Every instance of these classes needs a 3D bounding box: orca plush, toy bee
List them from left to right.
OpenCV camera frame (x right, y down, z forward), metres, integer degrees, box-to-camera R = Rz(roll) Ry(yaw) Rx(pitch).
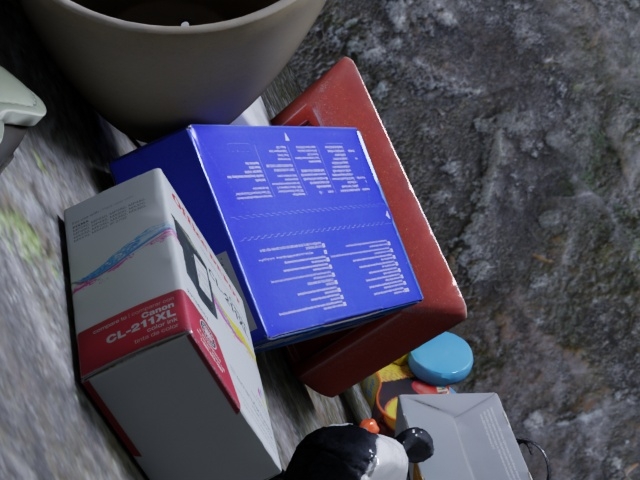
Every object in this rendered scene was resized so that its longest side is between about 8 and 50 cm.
[{"bbox_3d":[0.008,0.183,1.407,0.102,0.151,0.287,34,-1,18],"label":"orca plush"},{"bbox_3d":[0.092,0.159,2.018,0.298,0.162,0.195,29,-53,55],"label":"toy bee"}]

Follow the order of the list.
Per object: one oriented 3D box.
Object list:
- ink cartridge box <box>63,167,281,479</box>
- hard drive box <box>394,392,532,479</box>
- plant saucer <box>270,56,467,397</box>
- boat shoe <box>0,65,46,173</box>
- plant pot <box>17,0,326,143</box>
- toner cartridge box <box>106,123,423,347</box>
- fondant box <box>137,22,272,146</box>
[{"bbox_3d":[-0.092,0.058,1.148,0.127,0.072,0.175,60,8,-35],"label":"ink cartridge box"},{"bbox_3d":[0.111,0.268,1.542,0.181,0.089,0.232,-104,-165,-64],"label":"hard drive box"},{"bbox_3d":[0.000,0.000,1.747,0.258,0.048,0.259,-36,-104,54],"label":"plant saucer"},{"bbox_3d":[-0.179,-0.046,0.861,0.081,0.068,0.228,29,10,-7],"label":"boat shoe"},{"bbox_3d":[-0.104,-0.186,1.351,0.274,0.256,0.256,99,-29,-64],"label":"plant pot"},{"bbox_3d":[-0.032,-0.002,1.488,0.348,0.075,0.165,-6,76,-68],"label":"toner cartridge box"},{"bbox_3d":[-0.148,-0.211,1.667,0.238,0.096,0.330,55,13,-62],"label":"fondant box"}]
